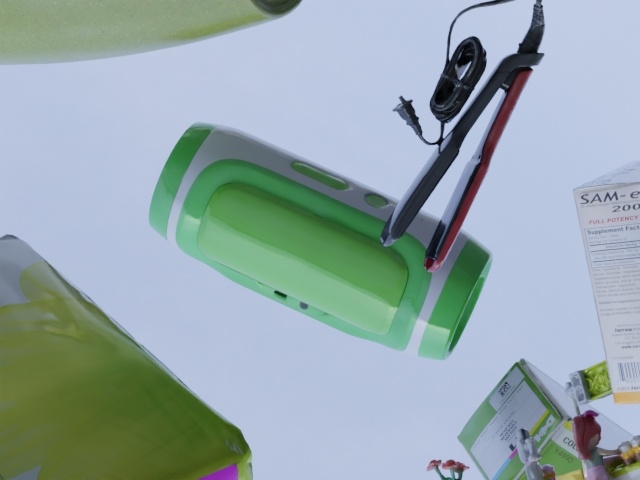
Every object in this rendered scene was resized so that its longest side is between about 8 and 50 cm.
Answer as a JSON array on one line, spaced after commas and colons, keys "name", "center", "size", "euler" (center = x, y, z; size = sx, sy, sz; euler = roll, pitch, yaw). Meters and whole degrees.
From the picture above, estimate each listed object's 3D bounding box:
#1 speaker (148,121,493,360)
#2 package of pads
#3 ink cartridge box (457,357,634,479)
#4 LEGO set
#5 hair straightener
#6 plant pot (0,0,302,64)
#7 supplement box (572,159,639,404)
[{"name": "speaker", "center": [0.000, 0.000, 1.743], "size": [0.296, 0.131, 0.131], "euler": [24, -137, 9]}, {"name": "package of pads", "center": [-0.192, 0.113, 1.023], "size": [0.229, 0.101, 0.296], "euler": [-21, -146, -28]}, {"name": "ink cartridge box", "center": [0.243, 0.227, 1.616], "size": [0.189, 0.097, 0.255], "euler": [35, -171, -22]}, {"name": "LEGO set", "center": [0.150, 0.150, 1.339], "size": [0.132, 0.287, 0.107], "euler": [5, -114, -56]}, {"name": "hair straightener", "center": [0.103, -0.095, 1.491], "size": [0.089, 0.230, 0.047], "euler": [27, -176, -10]}, {"name": "plant pot", "center": [-0.155, -0.267, 1.614], "size": [0.293, 0.275, 0.275], "euler": [10, -145, 28]}, {"name": "supplement box", "center": [0.147, 0.016, 0.850], "size": [0.062, 0.036, 0.098], "euler": [-22, -77, -54]}]
